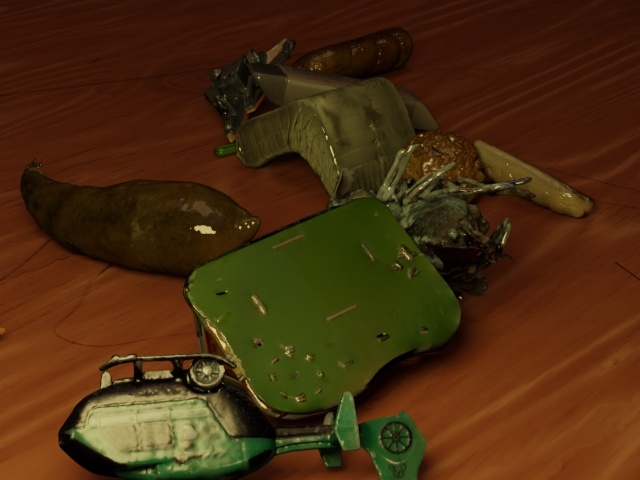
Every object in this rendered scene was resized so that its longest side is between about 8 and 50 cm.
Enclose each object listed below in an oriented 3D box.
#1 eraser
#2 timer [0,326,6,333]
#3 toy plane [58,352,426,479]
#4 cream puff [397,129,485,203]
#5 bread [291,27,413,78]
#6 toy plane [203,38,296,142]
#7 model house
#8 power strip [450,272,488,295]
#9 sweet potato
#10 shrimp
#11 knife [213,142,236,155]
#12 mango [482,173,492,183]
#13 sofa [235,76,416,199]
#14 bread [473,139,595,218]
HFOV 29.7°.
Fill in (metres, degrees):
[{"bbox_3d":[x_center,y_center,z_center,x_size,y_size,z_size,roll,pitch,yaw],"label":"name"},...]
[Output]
[{"bbox_3d":[0.041,-0.250,2.095,0.352,0.061,0.089,7,22,-16],"label":"eraser"},{"bbox_3d":[-0.428,0.098,1.355,0.132,0.132,0.152,23,8,40],"label":"timer"},{"bbox_3d":[-0.088,0.189,1.122,0.382,0.155,0.106,-1,-18,-12],"label":"toy plane"},{"bbox_3d":[0.180,-0.113,1.819,0.126,0.103,0.144,-12,32,-21],"label":"cream puff"},{"bbox_3d":[0.052,-0.352,2.380,0.344,0.084,0.124,-23,12,-42],"label":"bread"},{"bbox_3d":[-0.146,-0.258,2.130,0.204,0.103,0.316,-27,18,20],"label":"toy plane"},{"bbox_3d":[-0.014,0.103,1.348,0.294,0.154,0.207,-23,70,-37],"label":"model house"},{"bbox_3d":[0.183,0.046,1.568,0.017,0.027,0.083,-15,27,-38],"label":"power strip"},{"bbox_3d":[-0.261,-0.028,1.606,0.423,0.130,0.130,10,25,32],"label":"sweet potato"},{"bbox_3d":[0.123,-0.021,1.500,0.411,0.221,0.166,-2,41,54],"label":"shrimp"},{"bbox_3d":[-0.087,-0.168,2.045,0.212,0.015,0.054,-17,30,-36],"label":"knife"},{"bbox_3d":[0.258,-0.114,1.902,0.060,0.046,0.089,15,34,25],"label":"mango"},{"bbox_3d":[0.014,-0.144,1.922,0.210,0.176,0.225,-22,5,-42],"label":"sofa"},{"bbox_3d":[0.315,-0.088,1.821,0.214,0.053,0.073,31,13,31],"label":"bread"}]
